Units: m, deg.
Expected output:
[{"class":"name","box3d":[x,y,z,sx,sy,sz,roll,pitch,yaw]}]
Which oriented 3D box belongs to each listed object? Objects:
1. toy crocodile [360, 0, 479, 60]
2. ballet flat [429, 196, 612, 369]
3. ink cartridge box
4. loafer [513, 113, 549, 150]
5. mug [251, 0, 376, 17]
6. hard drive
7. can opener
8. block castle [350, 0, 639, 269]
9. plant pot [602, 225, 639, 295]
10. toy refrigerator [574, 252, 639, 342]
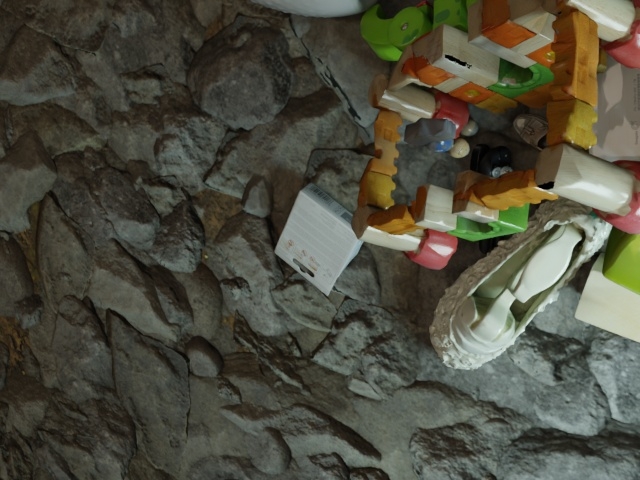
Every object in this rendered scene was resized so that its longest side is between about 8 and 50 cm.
[{"class":"toy crocodile","box3d":[0.212,-0.330,1.145,0.341,0.115,0.105,-7,70,38]},{"class":"ballet flat","box3d":[0.303,0.079,1.245,0.147,0.147,0.409,41,119,12]},{"class":"ink cartridge box","box3d":[0.000,0.000,1.459,0.145,0.045,0.179,38,137,13]},{"class":"loafer","box3d":[0.355,-0.158,1.208,0.125,0.039,0.045,36,119,15]},{"class":"mug","box3d":[-0.022,-0.537,1.195,0.328,0.276,0.374,29,86,13]},{"class":"hard drive","box3d":[0.547,-0.212,1.088,0.319,0.040,0.210,2,105,28]},{"class":"can opener","box3d":[0.287,-0.067,1.272,0.059,0.073,0.186,-9,107,-9]},{"class":"block castle","box3d":[0.252,-0.136,1.051,0.453,0.213,0.302,-16,64,59]},{"class":"plant pot","box3d":[0.530,-0.033,1.018,0.227,0.228,0.207,25,123,13]},{"class":"toy refrigerator","box3d":[0.532,0.117,1.157,0.270,0.102,0.094,22,114,21]}]
